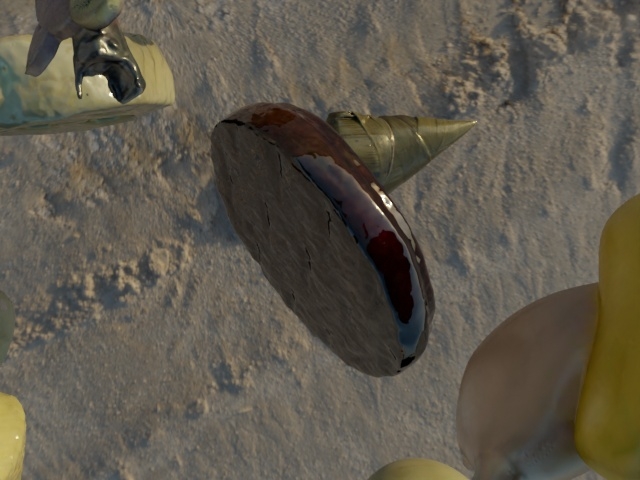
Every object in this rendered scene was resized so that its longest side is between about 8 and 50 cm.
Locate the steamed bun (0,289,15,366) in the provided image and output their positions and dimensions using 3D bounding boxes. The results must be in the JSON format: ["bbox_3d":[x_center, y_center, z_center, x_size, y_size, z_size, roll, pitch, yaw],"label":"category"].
[{"bbox_3d":[-0.555,0.161,0.855,0.319,0.206,0.275,-5,153,-36],"label":"steamed bun"}]

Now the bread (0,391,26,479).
[{"bbox_3d":[-0.382,0.219,0.432,0.345,0.242,0.405,16,126,-20],"label":"bread"}]

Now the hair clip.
[{"bbox_3d":[-0.171,-0.197,0.495,0.056,0.146,0.187,-5,85,-49],"label":"hair clip"}]

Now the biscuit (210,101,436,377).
[{"bbox_3d":[0.000,0.000,0.888,0.091,0.407,0.408,-36,116,-21],"label":"biscuit"}]

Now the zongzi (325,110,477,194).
[{"bbox_3d":[0.127,-0.131,1.295,0.299,0.145,0.274,-9,153,-16],"label":"zongzi"}]

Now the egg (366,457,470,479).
[{"bbox_3d":[0.160,0.431,1.018,0.241,0.186,0.186,18,105,-30],"label":"egg"}]

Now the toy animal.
[{"bbox_3d":[0.296,0.148,0.567,0.246,0.278,0.345,35,113,-13],"label":"toy animal"}]

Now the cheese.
[{"bbox_3d":[-0.374,-0.214,0.949,0.317,0.326,0.115,-17,100,-38],"label":"cheese"}]
